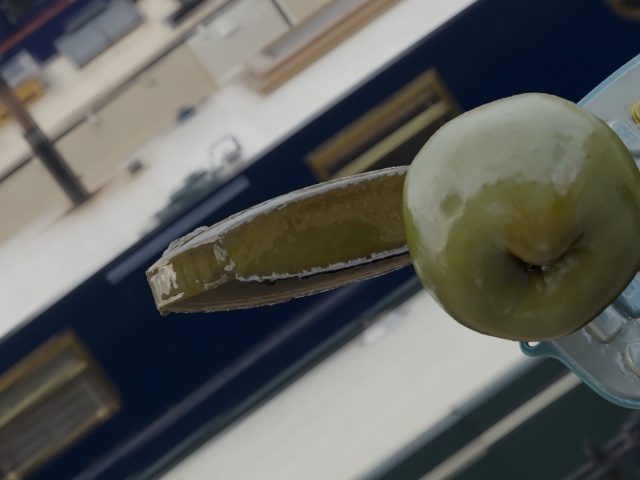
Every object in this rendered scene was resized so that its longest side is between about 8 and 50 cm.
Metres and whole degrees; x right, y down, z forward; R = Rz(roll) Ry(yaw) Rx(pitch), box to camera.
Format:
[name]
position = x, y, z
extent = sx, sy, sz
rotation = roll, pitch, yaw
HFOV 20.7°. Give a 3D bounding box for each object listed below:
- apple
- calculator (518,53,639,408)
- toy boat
[apple]
position = 0.151, -0.018, 1.301
extent = 0.200, 0.200, 0.200
rotation = -33, 14, 9
[calculator]
position = 0.308, -0.029, 1.455
extent = 0.386, 0.256, 0.054
rotation = -39, -19, -14
[toy boat]
position = 0.000, 0.000, 1.476
extent = 0.321, 0.089, 0.121
rotation = -17, -6, -30
